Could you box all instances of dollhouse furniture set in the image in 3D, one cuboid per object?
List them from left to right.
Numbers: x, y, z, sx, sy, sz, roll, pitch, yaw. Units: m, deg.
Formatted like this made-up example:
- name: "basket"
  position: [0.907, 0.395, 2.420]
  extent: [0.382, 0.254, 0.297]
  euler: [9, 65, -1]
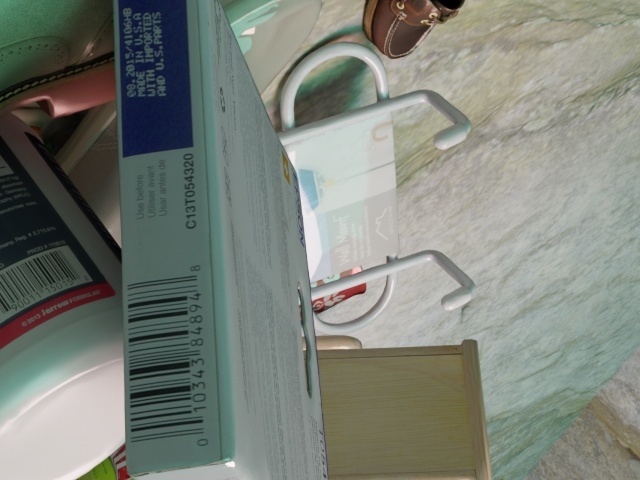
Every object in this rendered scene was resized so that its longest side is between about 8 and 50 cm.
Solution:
- name: "dollhouse furniture set"
  position: [0.043, 0.276, 1.661]
  extent: [0.257, 0.362, 0.394]
  euler: [-2, 150, -2]

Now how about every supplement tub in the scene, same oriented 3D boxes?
- name: "supplement tub"
  position: [-0.239, 0.028, 0.986]
  extent: [0.191, 0.272, 0.191]
  euler: [-32, 156, -16]

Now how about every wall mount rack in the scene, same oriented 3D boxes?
- name: "wall mount rack"
  position: [0.000, 0.000, 1.370]
  extent: [0.304, 0.130, 0.350]
  euler: [-20, 129, -18]

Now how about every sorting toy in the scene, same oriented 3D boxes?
- name: "sorting toy"
  position: [-0.235, -0.078, 1.134]
  extent: [0.083, 0.012, 0.062]
  euler: [-4, 139, -54]

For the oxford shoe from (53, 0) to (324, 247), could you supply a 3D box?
- name: "oxford shoe"
  position: [-0.145, -0.040, 1.174]
  extent: [0.449, 0.130, 0.169]
  euler: [-45, 164, 13]

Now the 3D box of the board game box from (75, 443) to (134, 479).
- name: "board game box"
  position: [-0.158, 0.127, 1.089]
  extent: [0.043, 0.181, 0.092]
  euler: [17, 121, -41]

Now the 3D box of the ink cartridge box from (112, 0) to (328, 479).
- name: "ink cartridge box"
  position: [-0.062, 0.034, 0.961]
  extent: [0.072, 0.324, 0.330]
  euler: [-8, 156, 6]

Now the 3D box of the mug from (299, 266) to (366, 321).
- name: "mug"
  position: [-0.050, 0.057, 1.546]
  extent: [0.169, 0.113, 0.150]
  euler: [-30, 154, -14]

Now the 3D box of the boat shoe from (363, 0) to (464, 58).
- name: "boat shoe"
  position: [0.098, -0.231, 1.285]
  extent: [0.073, 0.073, 0.207]
  euler: [-27, 156, -30]

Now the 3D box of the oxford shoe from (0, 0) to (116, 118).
- name: "oxford shoe"
  position: [-0.250, -0.134, 0.876]
  extent: [0.397, 0.140, 0.146]
  euler: [-33, 152, -40]
